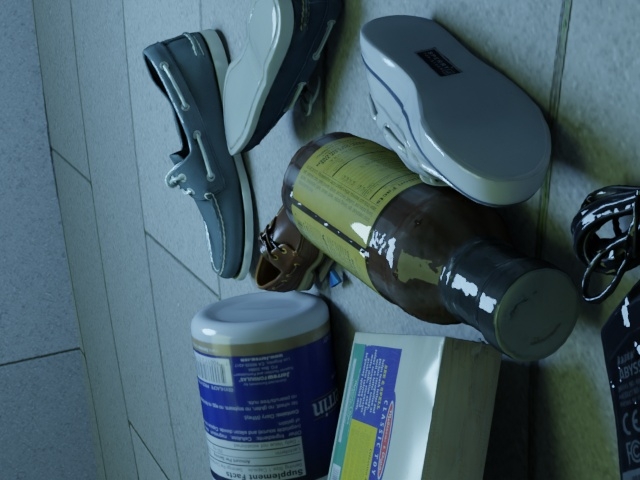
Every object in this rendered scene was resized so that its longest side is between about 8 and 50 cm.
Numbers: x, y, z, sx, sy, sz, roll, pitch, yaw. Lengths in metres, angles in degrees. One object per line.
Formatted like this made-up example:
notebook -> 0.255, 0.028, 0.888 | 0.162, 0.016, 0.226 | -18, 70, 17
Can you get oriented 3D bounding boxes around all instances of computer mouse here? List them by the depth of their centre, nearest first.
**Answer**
computer mouse -> 0.226, 0.084, 0.694 | 0.188, 0.072, 0.272 | 139, 130, -68

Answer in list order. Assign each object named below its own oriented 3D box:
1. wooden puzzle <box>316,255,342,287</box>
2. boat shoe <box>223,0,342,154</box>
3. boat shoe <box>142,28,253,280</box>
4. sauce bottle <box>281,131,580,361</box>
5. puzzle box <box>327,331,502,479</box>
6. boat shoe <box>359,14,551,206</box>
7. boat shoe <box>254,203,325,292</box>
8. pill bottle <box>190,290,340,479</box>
wooden puzzle -> 0.000, 0.000, 1.287 | 0.078, 0.014, 0.116 | 122, 134, -66
boat shoe -> -0.045, -0.172, 1.222 | 0.254, 0.079, 0.095 | 115, 141, -53
boat shoe -> -0.155, -0.101, 1.508 | 0.116, 0.099, 0.319 | -169, 69, -67
sauce bottle -> 0.078, 0.002, 0.955 | 0.344, 0.111, 0.111 | -141, 44, -59
puzzle box -> 0.050, 0.278, 0.997 | 0.272, 0.052, 0.408 | 166, 115, -77
boat shoe -> 0.098, -0.086, 0.908 | 0.258, 0.095, 0.084 | -112, 17, -53
boat shoe -> -0.033, 0.006, 1.267 | 0.178, 0.060, 0.064 | 107, 146, -57
pill bottle -> -0.053, 0.199, 1.325 | 0.153, 0.153, 0.264 | -158, 59, -65
